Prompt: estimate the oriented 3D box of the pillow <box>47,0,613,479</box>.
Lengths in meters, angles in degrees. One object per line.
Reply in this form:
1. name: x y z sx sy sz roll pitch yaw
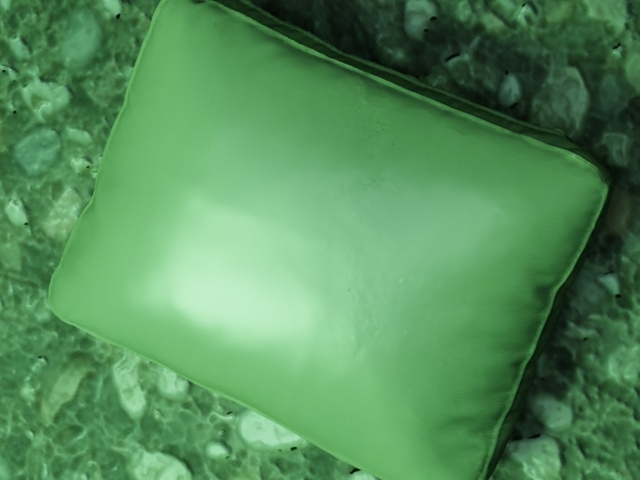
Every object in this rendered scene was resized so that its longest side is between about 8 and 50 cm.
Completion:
1. pillow: 0.000 0.000 1.054 0.322 0.120 0.255 24 103 11
